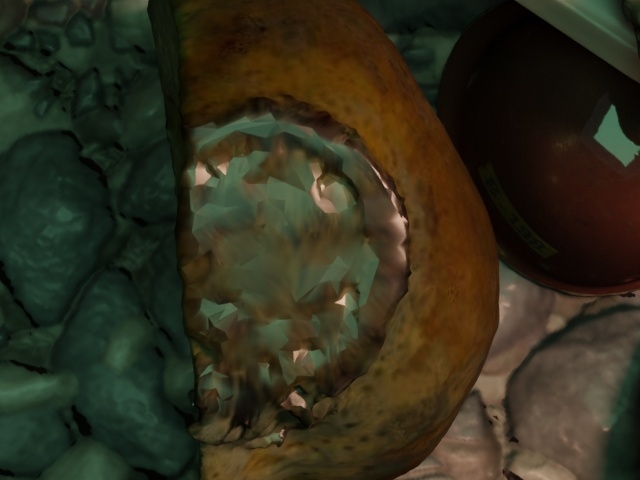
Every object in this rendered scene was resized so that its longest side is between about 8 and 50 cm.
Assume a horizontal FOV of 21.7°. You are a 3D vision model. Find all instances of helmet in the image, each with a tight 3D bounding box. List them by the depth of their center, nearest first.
[{"bbox_3d":[0.144,-0.061,0.858,0.155,0.106,0.175,-29,84,-6],"label":"helmet"}]

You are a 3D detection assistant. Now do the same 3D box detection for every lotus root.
[{"bbox_3d":[-0.001,-0.013,0.763,0.149,0.260,0.267,-9,86,-5],"label":"lotus root"}]

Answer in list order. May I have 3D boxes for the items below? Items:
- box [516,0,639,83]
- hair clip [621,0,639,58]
[{"bbox_3d":[0.095,-0.192,0.847,0.285,0.044,0.142,36,57,12],"label":"box"},{"bbox_3d":[0.183,-0.198,0.792,0.138,0.091,0.321,-7,59,-17],"label":"hair clip"}]
